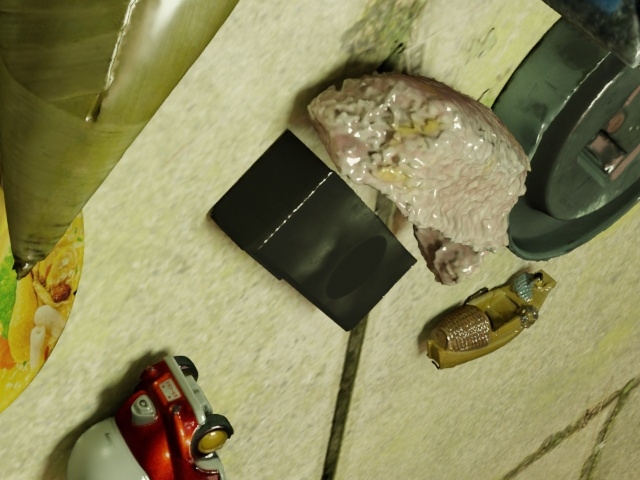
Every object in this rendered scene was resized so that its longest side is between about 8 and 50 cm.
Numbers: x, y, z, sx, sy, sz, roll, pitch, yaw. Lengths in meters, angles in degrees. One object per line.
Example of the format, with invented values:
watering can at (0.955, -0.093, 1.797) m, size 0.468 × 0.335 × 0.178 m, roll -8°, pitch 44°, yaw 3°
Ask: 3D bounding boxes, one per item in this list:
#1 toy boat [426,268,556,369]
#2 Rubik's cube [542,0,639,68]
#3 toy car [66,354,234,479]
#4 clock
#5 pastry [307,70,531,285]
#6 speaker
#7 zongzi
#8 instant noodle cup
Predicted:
toy boat at (0.152, 0.068, 1.623) m, size 0.149 × 0.047 × 0.049 m, roll -27°, pitch 148°, yaw -34°
Rubik's cube at (0.206, -0.238, 1.023) m, size 0.260 × 0.259 × 0.255 m, roll -53°, pitch 155°, yaw 15°
toy car at (-0.122, 0.155, 1.282) m, size 0.112 × 0.112 × 0.139 m, roll -20°, pitch 137°, yaw -16°
clock at (0.233, -0.105, 1.488) m, size 0.281 × 0.055 × 0.280 m, roll -35°, pitch 152°, yaw -22°
pastry at (0.082, -0.054, 1.274) m, size 0.112 × 0.103 × 0.265 m, roll -40°, pitch 158°, yaw 2°
speaker at (0.000, 0.000, 1.295) m, size 0.082 × 0.044 × 0.218 m, roll -46°, pitch 155°, yaw -1°
zongzi at (-0.067, -0.126, 0.846) m, size 0.228 × 0.115 × 0.256 m, roll -42°, pitch 147°, yaw -58°
instant noodle cup at (-0.203, 0.004, 0.868) m, size 0.151 × 0.122 × 0.151 m, roll -36°, pitch 138°, yaw -39°
